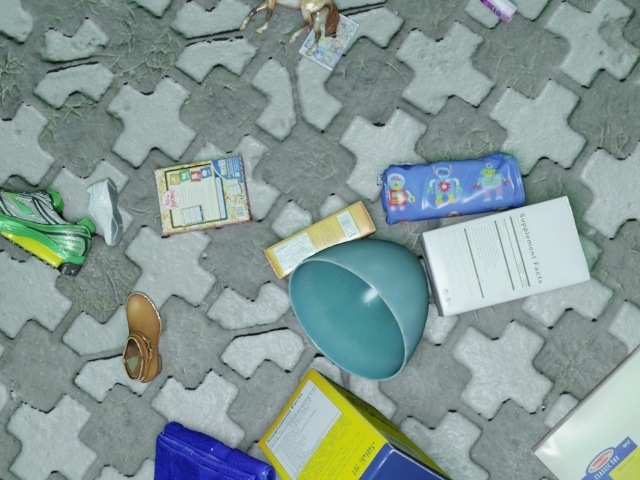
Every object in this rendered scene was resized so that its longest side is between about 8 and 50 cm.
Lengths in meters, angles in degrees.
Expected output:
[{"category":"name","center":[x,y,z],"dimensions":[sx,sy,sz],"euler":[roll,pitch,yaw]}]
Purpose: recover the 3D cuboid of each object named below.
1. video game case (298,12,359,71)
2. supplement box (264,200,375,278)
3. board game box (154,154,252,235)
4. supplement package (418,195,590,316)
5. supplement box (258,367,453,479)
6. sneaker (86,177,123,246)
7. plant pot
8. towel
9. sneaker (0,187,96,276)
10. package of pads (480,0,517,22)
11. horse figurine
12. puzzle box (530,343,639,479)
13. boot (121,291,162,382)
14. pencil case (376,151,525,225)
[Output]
[{"category":"video game case","center":[0.019,-0.450,1.787],"dimensions":[0.087,0.011,0.122],"euler":[31,88,6]},{"category":"supplement box","center":[0.000,0.000,1.715],"dimensions":[0.233,0.078,0.080],"euler":[-25,87,2]},{"category":"board game box","center":[-0.257,-0.098,1.759],"dimensions":[0.193,0.045,0.147],"euler":[-9,85,4]},{"category":"supplement package","center":[0.365,0.037,1.633],"dimensions":[0.292,0.177,0.176],"euler":[-14,84,2]},{"category":"supplement box","center":[0.063,0.425,1.512],"dimensions":[0.195,0.356,0.194],"euler":[37,88,-28]},{"category":"sneaker","center":[-0.478,-0.058,1.773],"dimensions":[0.061,0.053,0.152],"euler":[-13,78,12]},{"category":"plant pot","center":[0.107,0.110,1.623],"dimensions":[0.290,0.290,0.195],"euler":[46,53,7]},{"category":"towel","center":[-0.229,0.512,1.601],"dimensions":[0.308,0.076,0.228],"euler":[12,95,40]},{"category":"sneaker","center":[-0.648,-0.062,1.757],"dimensions":[0.343,0.134,0.146],"euler":[31,81,-3]},{"category":"package of pads","center":[0.388,-0.515,1.745],"dimensions":[0.083,0.050,0.032],"euler":[43,89,6]},{"category":"horse figurine","center":[-0.061,-0.516,1.768],"dimensions":[0.263,0.066,0.175],"euler":[23,84,15]},{"category":"puzzle box","center":[0.671,0.393,1.642],"dimensions":[0.409,0.052,0.272],"euler":[-43,84,0]},{"category":"boot","center":[-0.383,0.202,1.687],"dimensions":[0.072,0.152,0.197],"euler":[-17,84,3]},{"category":"pencil case","center":[0.272,-0.113,1.684],"dimensions":[0.305,0.119,0.133],"euler":[-6,82,3]}]
